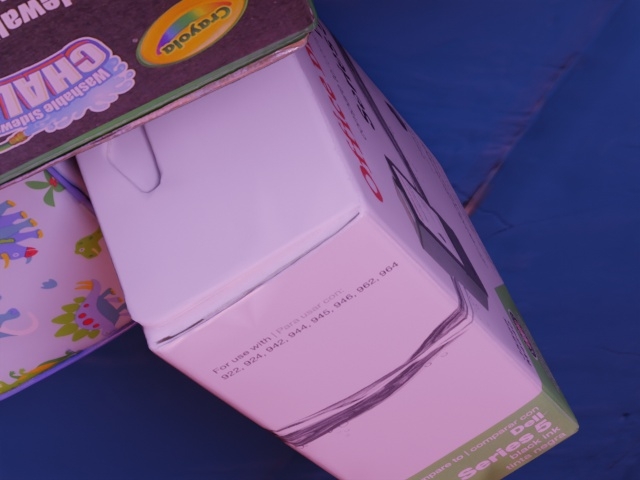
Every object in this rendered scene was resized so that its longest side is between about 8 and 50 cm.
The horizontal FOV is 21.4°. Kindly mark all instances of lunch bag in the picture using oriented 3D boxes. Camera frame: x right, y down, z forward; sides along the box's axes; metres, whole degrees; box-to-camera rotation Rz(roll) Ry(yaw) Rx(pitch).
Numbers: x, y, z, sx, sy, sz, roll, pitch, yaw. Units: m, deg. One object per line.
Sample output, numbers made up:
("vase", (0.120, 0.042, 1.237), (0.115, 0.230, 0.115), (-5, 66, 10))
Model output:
("lunch bag", (-0.192, -0.006, 0.817), (0.176, 0.090, 0.219), (-31, 144, 7))

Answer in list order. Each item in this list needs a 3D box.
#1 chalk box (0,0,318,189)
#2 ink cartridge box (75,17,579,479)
("chalk box", (-0.125, -0.142, 0.606), (0.180, 0.179, 0.289), (-24, 146, -1))
("ink cartridge box", (0.000, 0.000, 0.842), (0.115, 0.198, 0.273), (-32, 145, 11))
